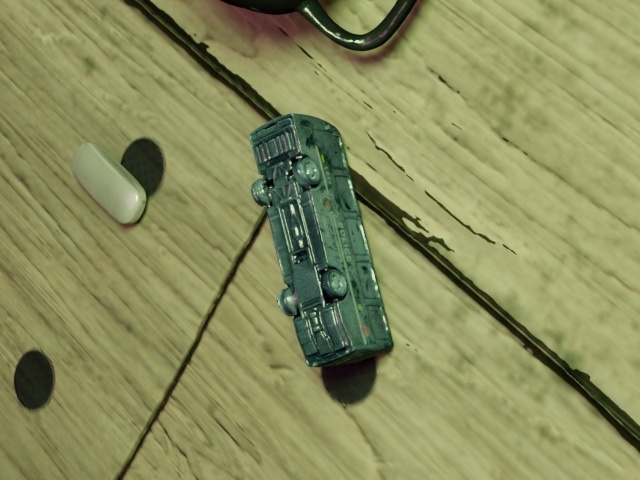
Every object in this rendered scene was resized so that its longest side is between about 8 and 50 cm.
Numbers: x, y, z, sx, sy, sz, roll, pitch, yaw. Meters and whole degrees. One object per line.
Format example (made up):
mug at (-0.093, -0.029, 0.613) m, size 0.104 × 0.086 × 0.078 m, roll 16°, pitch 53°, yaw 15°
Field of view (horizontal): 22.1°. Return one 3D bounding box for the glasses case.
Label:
glasses case at (-0.161, -0.044, 1.244) m, size 0.083 × 0.021 × 0.032 m, roll 42°, pitch 110°, yaw 34°

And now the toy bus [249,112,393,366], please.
toy bus at (0.000, 0.000, 1.080) m, size 0.047 × 0.065 × 0.166 m, roll -23°, pitch 74°, yaw 37°

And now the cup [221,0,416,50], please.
cup at (-0.010, -0.233, 1.060) m, size 0.223 × 0.169 × 0.176 m, roll 47°, pitch 110°, yaw 1°
